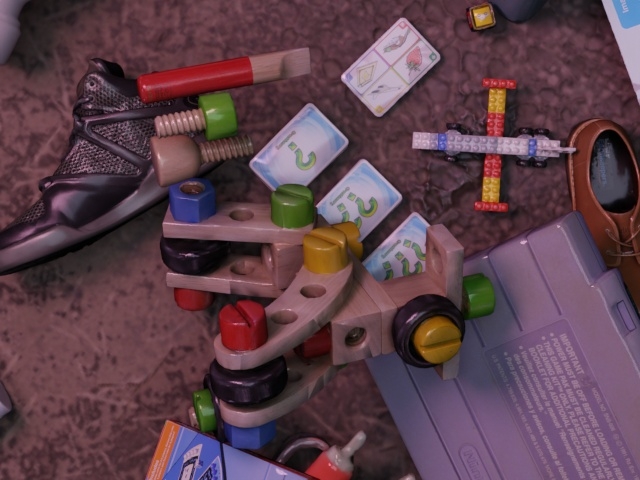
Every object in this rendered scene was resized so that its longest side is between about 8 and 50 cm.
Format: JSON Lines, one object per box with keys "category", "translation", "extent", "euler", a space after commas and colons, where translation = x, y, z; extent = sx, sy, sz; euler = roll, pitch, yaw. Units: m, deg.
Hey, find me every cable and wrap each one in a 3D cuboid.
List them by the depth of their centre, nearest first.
{"category": "cable", "translation": [-0.043, 0.274, 1.640], "extent": [0.287, 0.072, 0.139], "euler": [-42, 86, 1]}

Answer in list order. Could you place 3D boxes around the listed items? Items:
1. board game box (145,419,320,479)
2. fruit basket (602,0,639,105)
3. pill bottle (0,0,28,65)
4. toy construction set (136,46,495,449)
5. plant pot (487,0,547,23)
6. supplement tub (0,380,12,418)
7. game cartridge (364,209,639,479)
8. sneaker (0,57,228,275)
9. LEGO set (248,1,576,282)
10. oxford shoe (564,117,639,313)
{"category": "board game box", "translation": [-0.111, 0.307, 1.635], "extent": [0.145, 0.027, 0.281], "euler": [20, 91, 22]}
{"category": "fruit basket", "translation": [0.437, -0.146, 1.585], "extent": [0.353, 0.165, 0.327], "euler": [-20, 91, -3]}
{"category": "pill bottle", "translation": [-0.259, -0.294, 1.582], "extent": [0.162, 0.162, 0.278], "euler": [24, 91, -1]}
{"category": "toy construction set", "translation": [0.000, 0.000, 1.540], "extent": [0.237, 0.257, 0.309], "euler": [-12, 97, -10]}
{"category": "plant pot", "translation": [0.165, -0.351, 1.541], "extent": [0.248, 0.252, 0.247], "euler": [44, 91, -1]}
{"category": "supplement tub", "translation": [-0.321, 0.143, 1.635], "extent": [0.107, 0.071, 0.071], "euler": [-33, 91, -1]}
{"category": "game cartridge", "translation": [0.193, 0.175, 1.598], "extent": [0.230, 0.068, 0.355], "euler": [-25, 91, 25]}
{"category": "sneaker", "translation": [-0.198, -0.066, 1.627], "extent": [0.227, 0.087, 0.130], "euler": [-33, 89, -3]}
{"category": "LEGO set", "translation": [0.088, -0.084, 1.643], "extent": [0.244, 0.060, 0.182], "euler": [-44, 95, 0]}
{"category": "oxford shoe", "translation": [0.248, 0.003, 1.637], "extent": [0.076, 0.076, 0.212], "euler": [-14, 93, -2]}
